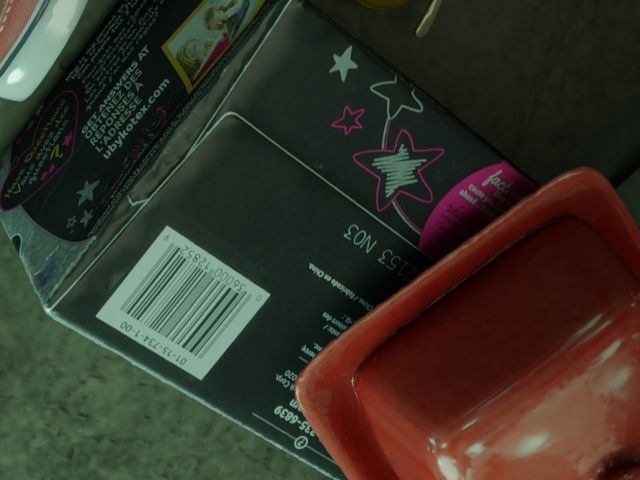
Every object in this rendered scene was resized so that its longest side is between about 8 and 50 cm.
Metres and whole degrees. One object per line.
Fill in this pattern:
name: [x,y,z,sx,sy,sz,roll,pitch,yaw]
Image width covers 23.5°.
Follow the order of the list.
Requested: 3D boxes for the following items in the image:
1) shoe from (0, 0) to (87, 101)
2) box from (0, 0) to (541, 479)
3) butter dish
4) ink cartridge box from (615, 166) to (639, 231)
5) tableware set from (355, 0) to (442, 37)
shoe: [-0.124,-0.150,0.623,0.081,0.063,0.178,19,98,-28]
box: [0.000,0.000,0.694,0.247,0.142,0.163,35,97,-32]
butter dish: [0.099,0.080,0.620,0.160,0.118,0.160,-36,122,-5]
ink cartridge box: [0.266,-0.009,0.835,0.219,0.092,0.160,-41,121,-3]
tableware set: [0.013,-0.169,0.697,0.154,0.024,0.104,27,96,-29]
